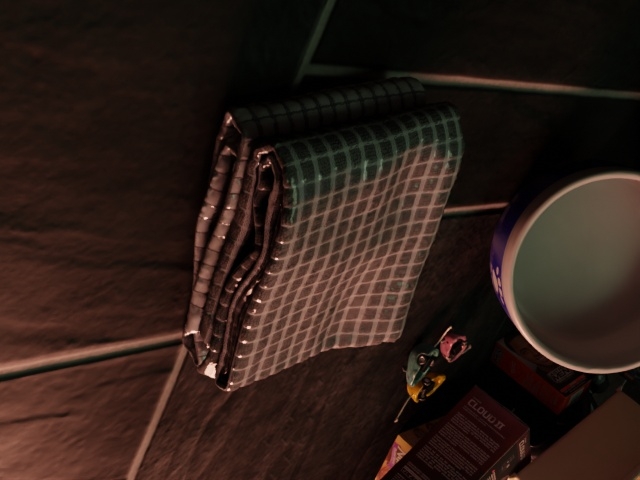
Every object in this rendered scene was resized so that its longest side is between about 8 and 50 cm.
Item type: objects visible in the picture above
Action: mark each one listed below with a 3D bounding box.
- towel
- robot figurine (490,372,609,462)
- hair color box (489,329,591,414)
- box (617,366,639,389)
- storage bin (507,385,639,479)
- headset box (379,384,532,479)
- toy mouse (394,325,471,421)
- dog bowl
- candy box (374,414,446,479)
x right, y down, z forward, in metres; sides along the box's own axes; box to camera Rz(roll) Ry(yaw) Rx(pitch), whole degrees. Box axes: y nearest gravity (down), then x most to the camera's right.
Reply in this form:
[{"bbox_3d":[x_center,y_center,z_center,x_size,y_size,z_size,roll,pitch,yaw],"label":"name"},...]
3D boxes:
[{"bbox_3d":[0.000,0.000,0.971,0.235,0.121,0.284,-20,138,-41],"label":"towel"},{"bbox_3d":[0.380,0.300,1.769,0.278,0.209,0.174,41,49,-59],"label":"robot figurine"},{"bbox_3d":[0.342,0.201,1.631,0.072,0.141,0.043,-24,140,-38],"label":"hair color box"},{"bbox_3d":[0.559,0.196,1.828,0.044,0.233,0.159,-40,149,-18],"label":"box"},{"bbox_3d":[0.401,0.398,1.611,0.262,0.123,0.260,-31,145,-27],"label":"storage bin"},{"bbox_3d":[0.196,0.367,1.544,0.293,0.110,0.218,-42,148,-16],"label":"headset box"},{"bbox_3d":[0.157,0.158,1.444,0.161,0.031,0.143,-31,145,-32],"label":"toy mouse"},{"bbox_3d":[0.357,0.031,1.348,0.265,0.265,0.104,-56,-169,8],"label":"dog bowl"},{"bbox_3d":[0.171,0.336,1.638,0.186,0.053,0.109,-9,130,-51],"label":"candy box"}]
